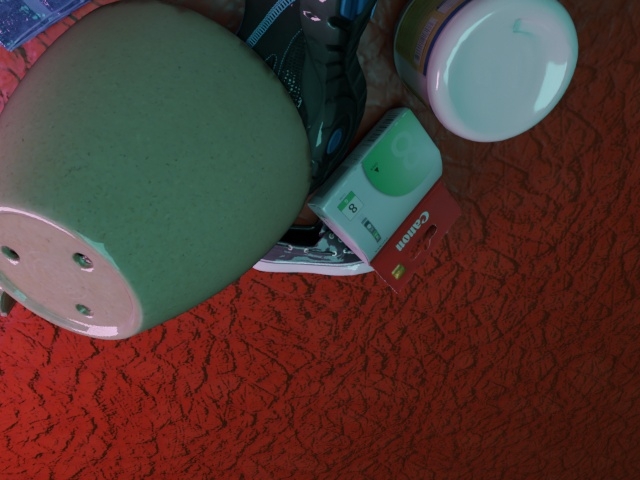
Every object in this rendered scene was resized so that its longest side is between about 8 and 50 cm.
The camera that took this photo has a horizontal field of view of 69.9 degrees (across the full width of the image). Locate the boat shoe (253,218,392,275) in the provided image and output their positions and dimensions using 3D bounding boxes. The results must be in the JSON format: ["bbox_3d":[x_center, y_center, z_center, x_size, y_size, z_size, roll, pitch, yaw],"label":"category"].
[{"bbox_3d":[0.000,0.000,0.704,0.228,0.080,0.076,1,125,0],"label":"boat shoe"}]

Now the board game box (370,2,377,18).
[{"bbox_3d":[0.015,-0.347,0.487,0.141,0.048,0.170,12,122,-13],"label":"board game box"}]

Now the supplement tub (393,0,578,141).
[{"bbox_3d":[0.164,-0.209,0.507,0.144,0.200,0.144,-4,125,-6],"label":"supplement tub"}]

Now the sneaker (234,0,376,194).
[{"bbox_3d":[-0.024,-0.193,0.536,0.139,0.125,0.341,27,145,14],"label":"sneaker"}]

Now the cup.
[{"bbox_3d":[-0.200,-0.042,0.480,0.331,0.237,0.331,11,133,12],"label":"cup"}]

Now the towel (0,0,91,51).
[{"bbox_3d":[-0.321,-0.264,0.499,0.119,0.029,0.067,-25,135,9],"label":"towel"}]

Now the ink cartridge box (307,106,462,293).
[{"bbox_3d":[0.116,-0.045,0.658,0.181,0.056,0.224,-50,117,-7],"label":"ink cartridge box"}]

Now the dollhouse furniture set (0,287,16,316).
[{"bbox_3d":[-0.440,0.017,0.633,0.182,0.101,0.161,12,121,-15],"label":"dollhouse furniture set"}]
